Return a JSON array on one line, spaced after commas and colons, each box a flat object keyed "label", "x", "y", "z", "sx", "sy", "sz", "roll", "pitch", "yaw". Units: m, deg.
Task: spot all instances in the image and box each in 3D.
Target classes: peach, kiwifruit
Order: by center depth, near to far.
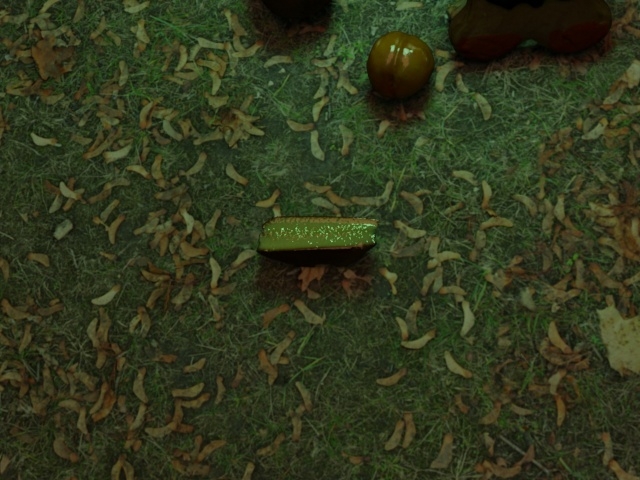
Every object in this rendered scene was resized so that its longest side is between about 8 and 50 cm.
[{"label": "peach", "x": 0.163, "y": -0.359, "z": 1.486, "sx": 0.138, "sy": 0.138, "sz": 0.138, "roll": -2, "pitch": 76, "yaw": 7}, {"label": "kiwifruit", "x": -0.061, "y": -0.601, "z": 1.542, "sx": 0.196, "sy": 0.196, "sz": 0.233, "roll": -13, "pitch": 79, "yaw": 4}]

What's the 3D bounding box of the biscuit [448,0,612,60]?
[{"label": "biscuit", "x": 0.392, "y": -0.525, "z": 1.374, "sx": 0.368, "sy": 0.394, "sz": 0.076, "roll": -4, "pitch": 45, "yaw": 6}]

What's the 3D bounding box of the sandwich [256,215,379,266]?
[{"label": "sandwich", "x": 0.000, "y": 0.000, "z": 1.442, "sx": 0.245, "sy": 0.088, "sz": 0.090, "roll": -1, "pitch": 67, "yaw": 11}]

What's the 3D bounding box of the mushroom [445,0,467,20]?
[{"label": "mushroom", "x": 0.414, "y": -0.576, "z": 1.531, "sx": 0.351, "sy": 0.095, "sz": 0.123, "roll": -44, "pitch": 49, "yaw": -5}]
